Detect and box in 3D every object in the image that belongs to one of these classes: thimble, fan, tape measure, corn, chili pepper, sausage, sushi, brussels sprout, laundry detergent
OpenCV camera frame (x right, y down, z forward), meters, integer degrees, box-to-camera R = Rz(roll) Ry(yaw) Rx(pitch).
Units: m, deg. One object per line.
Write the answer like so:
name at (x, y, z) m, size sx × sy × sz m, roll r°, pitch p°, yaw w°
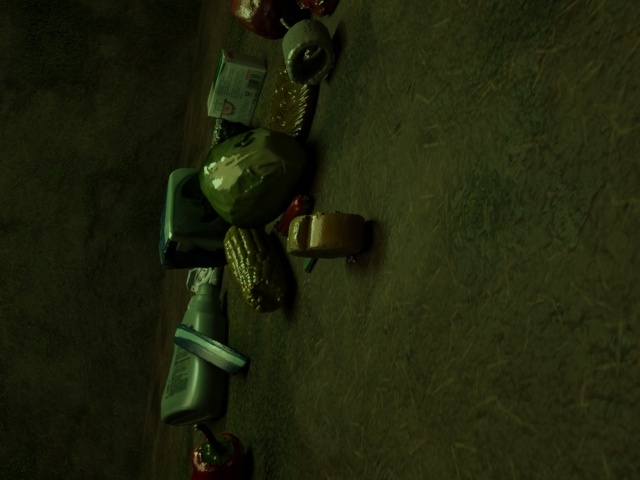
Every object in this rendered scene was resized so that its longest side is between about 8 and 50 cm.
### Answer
thimble at (-0.024, -0.391, 1.549) m, size 0.115 × 0.102 × 0.090 m, roll 105°, pitch 160°, yaw -43°
fan at (0.000, 0.000, 1.429) m, size 0.193 × 0.016 × 0.038 m, roll 121°, pitch 153°, yaw -51°
tape measure at (-0.291, -0.060, 1.952) m, size 0.138 × 0.261 × 0.259 m, roll 111°, pitch 159°, yaw -52°
corn at (-0.150, 0.055, 1.700) m, size 0.363 × 0.120 × 0.121 m, roll -119°, pitch 41°, yaw -61°
chili pepper at (-0.233, 0.517, 1.713) m, size 0.135 × 0.131 × 0.338 m, roll -63°, pitch -8°, yaw -56°
sausage at (-0.055, -0.059, 1.574) m, size 0.048 × 0.050 × 0.145 m, roll -43°, pitch -6°, yaw -34°
sushi at (-0.261, -0.285, 2.181) m, size 0.225 × 0.126 × 0.136 m, roll -145°, pitch 65°, yaw -72°
brussels sprout at (-0.143, -0.143, 1.625) m, size 0.210 × 0.219 × 0.271 m, roll 57°, pitch 138°, yaw 1°
laundry detergent at (-0.360, 0.322, 2.162) m, size 0.264 × 0.124 × 0.398 m, roll -32°, pitch 46°, yaw 48°

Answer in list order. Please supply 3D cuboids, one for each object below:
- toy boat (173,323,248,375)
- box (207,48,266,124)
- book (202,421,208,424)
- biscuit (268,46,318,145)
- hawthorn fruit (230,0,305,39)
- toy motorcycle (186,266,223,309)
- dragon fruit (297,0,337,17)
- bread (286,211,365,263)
toy boat at (-0.285, 0.290, 1.949) m, size 0.299 × 0.096 × 0.062 m, roll 14°, pitch 70°, yaw 48°
box at (-0.251, -0.456, 2.213) m, size 0.081 × 0.135 × 0.199 m, roll -101°, pitch 27°, yaw -48°
book at (-0.327, 0.462, 2.209) m, size 0.182 × 0.014 × 0.127 m, roll 119°, pitch 153°, yaw -47°
biscuit at (-0.070, -0.336, 1.760) m, size 0.318 × 0.040 × 0.318 m, roll -171°, pitch 90°, yaw -71°
hawthorn fruit at (-0.125, -0.576, 1.824) m, size 0.251 × 0.189 × 0.190 m, roll -110°, pitch 33°, yaw -45°
toy motorcycle at (-0.361, 0.129, 2.362) m, size 0.112 × 0.112 × 0.255 m, roll -148°, pitch 69°, yaw -70°
dragon fruit at (-0.023, -0.532, 1.606) m, size 0.162 × 0.106 × 0.083 m, roll -148°, pitch 67°, yaw -68°
bread at (0.005, -0.002, 1.247) m, size 0.149 × 0.122 × 0.073 m, roll 157°, pitch 117°, yaw -70°
